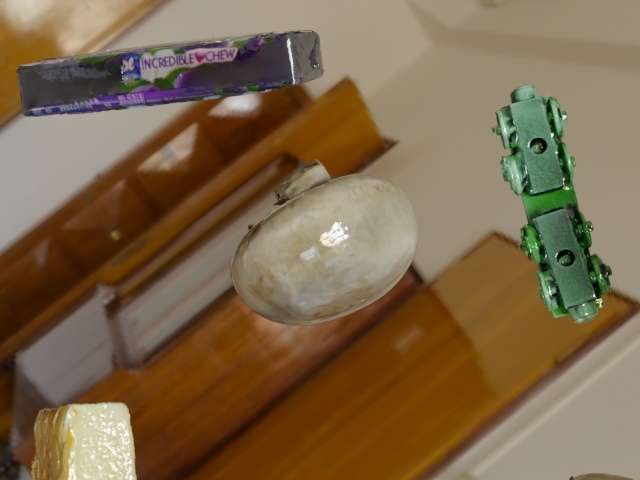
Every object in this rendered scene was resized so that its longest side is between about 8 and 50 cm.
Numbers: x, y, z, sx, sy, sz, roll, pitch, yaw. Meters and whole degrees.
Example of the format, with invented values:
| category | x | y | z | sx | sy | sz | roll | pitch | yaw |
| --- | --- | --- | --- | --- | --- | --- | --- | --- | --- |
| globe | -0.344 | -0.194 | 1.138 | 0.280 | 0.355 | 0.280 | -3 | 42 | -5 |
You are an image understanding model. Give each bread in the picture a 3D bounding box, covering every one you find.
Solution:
| category | x | y | z | sx | sy | sz | roll | pitch | yaw |
| --- | --- | --- | --- | --- | --- | --- | --- | --- | --- |
| bread | -0.210 | 0.205 | 1.122 | 0.188 | 0.068 | 0.125 | 156 | -70 | -69 |

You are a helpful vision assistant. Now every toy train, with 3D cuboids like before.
| category | x | y | z | sx | sy | sz | roll | pitch | yaw |
| --- | --- | --- | --- | --- | --- | --- | --- | --- | --- |
| toy train | 0.240 | -0.036 | 1.329 | 0.119 | 0.085 | 0.251 | 20 | 57 | -80 |

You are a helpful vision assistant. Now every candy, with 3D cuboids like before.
| category | x | y | z | sx | sy | sz | roll | pitch | yaw |
| --- | --- | --- | --- | --- | --- | --- | --- | --- | --- |
| candy | -0.154 | -0.170 | 1.293 | 0.088 | 0.312 | 0.061 | -37 | 120 | -68 |

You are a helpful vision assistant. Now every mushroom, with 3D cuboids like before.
| category | x | y | z | sx | sy | sz | roll | pitch | yaw |
| --- | --- | --- | --- | --- | --- | --- | --- | --- | --- |
| mushroom | 0.000 | 0.000 | 1.463 | 0.178 | 0.226 | 0.226 | 57 | -2 | 19 |

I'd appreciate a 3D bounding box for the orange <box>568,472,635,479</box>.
| category | x | y | z | sx | sy | sz | roll | pitch | yaw |
| --- | --- | --- | --- | --- | --- | --- | --- | --- | --- |
| orange | 0.283 | 0.403 | 1.348 | 0.329 | 0.329 | 0.249 | 49 | -9 | 39 |
